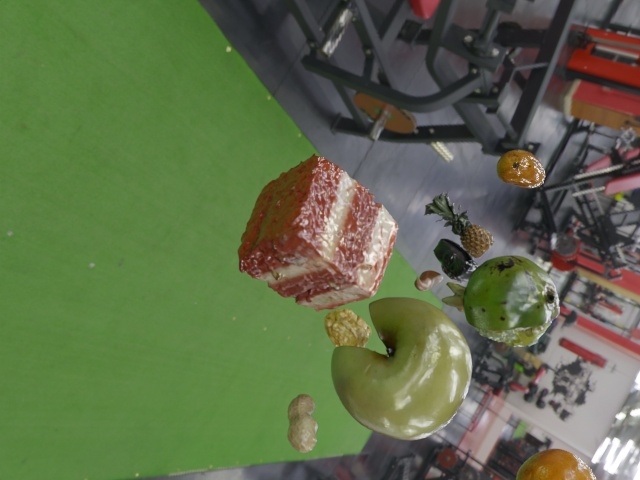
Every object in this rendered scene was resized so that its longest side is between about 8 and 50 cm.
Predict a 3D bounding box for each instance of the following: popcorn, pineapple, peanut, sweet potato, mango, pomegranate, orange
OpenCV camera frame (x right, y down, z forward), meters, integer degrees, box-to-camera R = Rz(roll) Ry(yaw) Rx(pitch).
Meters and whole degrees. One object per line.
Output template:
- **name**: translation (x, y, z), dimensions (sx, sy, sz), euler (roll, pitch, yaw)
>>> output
- **popcorn**: translation (0.108, 0.351, 2.013), dimensions (0.140, 0.163, 0.194), euler (-51, 121, -82)
- **pineapple**: translation (0.510, -0.056, 1.952), dimensions (0.130, 0.277, 0.119), euler (-46, 174, 17)
- **peanut**: translation (-0.061, 0.599, 1.748), dimensions (0.228, 0.104, 0.086), euler (-100, -152, -57)
- **sweet potato**: translation (0.361, 0.131, 1.762), dimensions (0.202, 0.058, 0.055), euler (-11, 113, -55)
- **mango**: translation (0.493, -0.173, 1.270), dimensions (0.159, 0.105, 0.084), euler (-7, 123, -46)
- **pomegranate**: translation (0.502, 0.165, 1.481), dimensions (0.260, 0.340, 0.261), euler (-3, 95, -45)
- **orange**: translation (0.749, 0.787, 1.635), dimensions (0.261, 0.261, 0.261), euler (-39, 144, -35)

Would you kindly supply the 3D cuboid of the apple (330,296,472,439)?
- **apple**: translation (0.170, 0.267, 1.102), dimensions (0.292, 0.292, 0.254), euler (-54, 134, -14)

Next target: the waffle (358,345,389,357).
- **waffle**: translation (0.219, 0.474, 1.806), dimensions (0.300, 0.282, 0.058), euler (-29, -173, 37)

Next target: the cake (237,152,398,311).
- **cake**: translation (0.000, 0.000, 1.328), dimensions (0.319, 0.269, 0.270), euler (35, 56, -26)

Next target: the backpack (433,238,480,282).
- **backpack**: translation (0.457, 0.071, 1.798), dimensions (0.120, 0.165, 0.106), euler (26, 107, -46)
